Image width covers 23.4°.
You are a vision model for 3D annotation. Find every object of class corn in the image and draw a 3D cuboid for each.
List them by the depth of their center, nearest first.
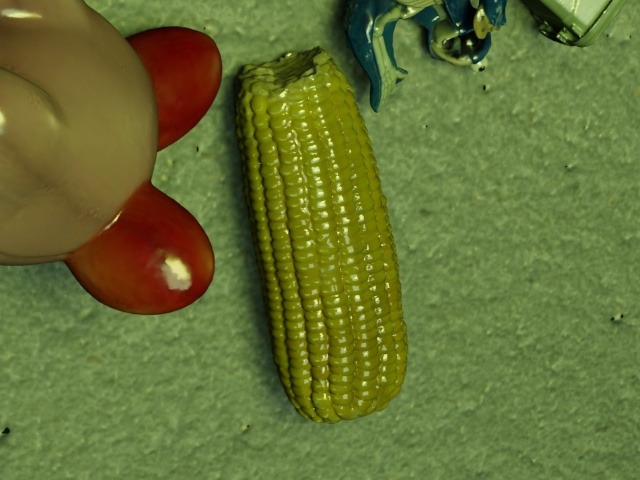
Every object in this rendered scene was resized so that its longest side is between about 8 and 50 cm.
[{"bbox_3d":[0.000,0.000,1.380,0.131,0.131,0.344,-18,114,-14],"label":"corn"}]

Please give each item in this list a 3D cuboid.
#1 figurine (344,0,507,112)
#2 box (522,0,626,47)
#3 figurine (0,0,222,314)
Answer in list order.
[{"bbox_3d":[0.078,-0.243,1.328,0.164,0.120,0.262,-25,134,-3],"label":"figurine"},{"bbox_3d":[0.235,-0.267,1.373,0.093,0.124,0.172,35,94,-18],"label":"box"},{"bbox_3d":[-0.232,-0.078,1.210,0.211,0.269,0.261,-22,143,31],"label":"figurine"}]
